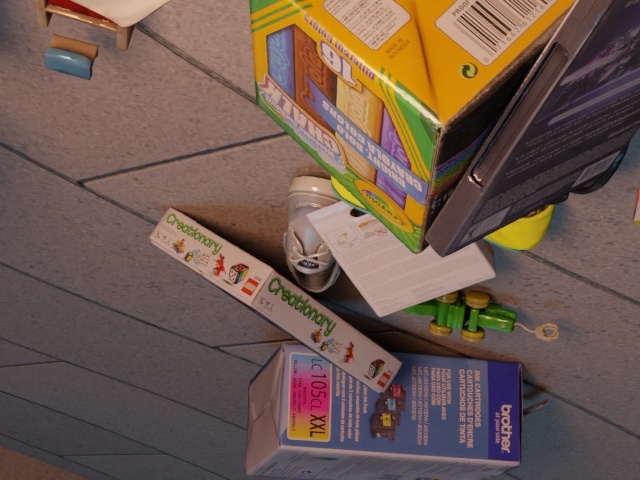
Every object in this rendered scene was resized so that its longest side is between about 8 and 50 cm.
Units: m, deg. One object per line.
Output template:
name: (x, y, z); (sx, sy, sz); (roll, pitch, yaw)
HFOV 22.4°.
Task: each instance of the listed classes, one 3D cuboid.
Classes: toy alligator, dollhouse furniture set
toy alligator: (0.194, 0.088, 1.944); (0.190, 0.056, 0.051); (9, -158, 8)
dollhouse furniture set: (-0.259, -0.188, 1.362); (0.184, 0.129, 0.129); (15, 160, -2)

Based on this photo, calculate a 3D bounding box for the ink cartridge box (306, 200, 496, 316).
ink cartridge box: (0.086, -0.005, 1.715); (0.145, 0.045, 0.179); (-21, 129, 18)

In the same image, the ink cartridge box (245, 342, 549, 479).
ink cartridge box: (0.112, 0.253, 2.231); (0.395, 0.151, 0.270); (7, 163, -11)

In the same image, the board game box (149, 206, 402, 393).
board game box: (-0.050, 0.076, 1.953); (0.193, 0.053, 0.305); (30, 174, 40)

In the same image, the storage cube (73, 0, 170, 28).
storage cube: (-0.130, -0.268, 0.966); (0.184, 0.193, 0.215); (24, 157, -27)

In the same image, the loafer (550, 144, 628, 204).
loafer: (0.221, -0.076, 1.461); (0.061, 0.062, 0.170); (24, 157, -14)

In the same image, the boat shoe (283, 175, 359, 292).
boat shoe: (-0.001, 0.000, 1.776); (0.079, 0.081, 0.227); (11, 161, 5)

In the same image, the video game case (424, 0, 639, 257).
video game case: (0.193, -0.110, 1.086); (0.026, 0.196, 0.274); (48, 138, 19)

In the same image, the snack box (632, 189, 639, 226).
snack box: (0.385, -0.017, 1.541); (0.141, 0.037, 0.100); (-3, 155, 38)

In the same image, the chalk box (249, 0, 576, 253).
chalk box: (0.071, -0.129, 1.150); (0.179, 0.180, 0.289); (44, 164, 13)

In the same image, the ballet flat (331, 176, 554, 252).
ballet flat: (0.127, -0.052, 1.588); (0.231, 0.077, 0.077); (16, 139, -16)
